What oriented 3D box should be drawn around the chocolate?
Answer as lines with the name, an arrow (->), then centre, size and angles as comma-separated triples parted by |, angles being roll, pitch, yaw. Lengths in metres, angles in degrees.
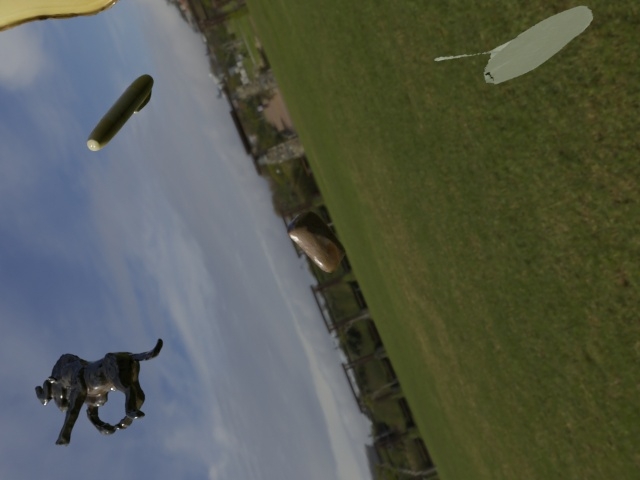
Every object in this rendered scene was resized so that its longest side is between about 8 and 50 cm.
chocolate -> 0.000, 0.000, 1.019 | 0.100, 0.064, 0.031 | 49, 141, -11

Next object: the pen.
pen -> -0.290, -0.188, 0.994 | 0.233, 0.032, 0.040 | -78, -18, -53

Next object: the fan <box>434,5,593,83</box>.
fan -> 0.264, -0.271, 0.958 | 0.182, 0.310, 0.010 | -42, 70, 50

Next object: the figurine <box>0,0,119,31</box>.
figurine -> -0.225, -0.269, 0.429 | 0.257, 0.181, 0.208 | 63, -162, 17

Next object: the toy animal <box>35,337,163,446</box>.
toy animal -> -0.354, 0.235, 1.082 | 0.084, 0.233, 0.148 | 26, -137, -69
